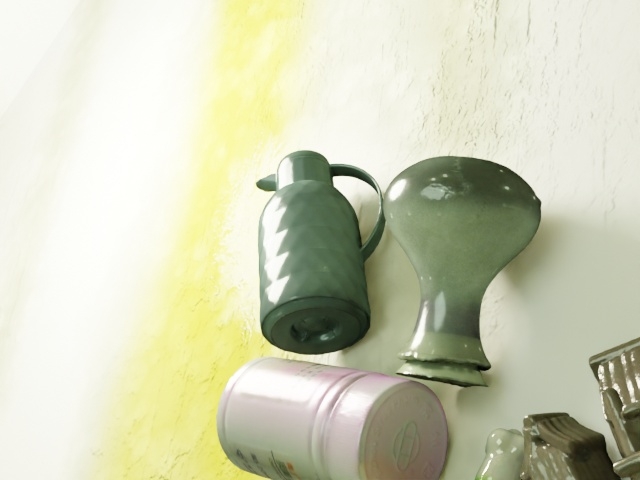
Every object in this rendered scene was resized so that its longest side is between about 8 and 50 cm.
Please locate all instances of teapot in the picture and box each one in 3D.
[{"bbox_3d":[0.151,0.037,1.140,0.183,0.183,0.251,-1,77,48],"label":"teapot"}]

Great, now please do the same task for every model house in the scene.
[{"bbox_3d":[0.283,0.188,0.925,0.229,0.122,0.188,-37,43,28],"label":"model house"}]

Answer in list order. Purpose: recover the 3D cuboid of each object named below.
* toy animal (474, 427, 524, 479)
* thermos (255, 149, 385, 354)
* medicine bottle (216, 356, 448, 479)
[{"bbox_3d":[0.109,0.352,0.968,0.181,0.180,0.363,-29,46,40],"label":"toy animal"},{"bbox_3d":[0.000,0.000,1.351,0.182,0.145,0.287,-10,53,9],"label":"thermos"},{"bbox_3d":[0.010,0.223,1.180,0.254,0.152,0.152,2,68,49],"label":"medicine bottle"}]
